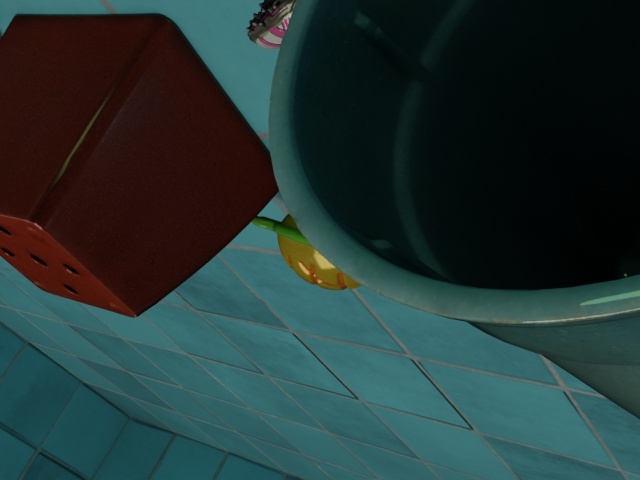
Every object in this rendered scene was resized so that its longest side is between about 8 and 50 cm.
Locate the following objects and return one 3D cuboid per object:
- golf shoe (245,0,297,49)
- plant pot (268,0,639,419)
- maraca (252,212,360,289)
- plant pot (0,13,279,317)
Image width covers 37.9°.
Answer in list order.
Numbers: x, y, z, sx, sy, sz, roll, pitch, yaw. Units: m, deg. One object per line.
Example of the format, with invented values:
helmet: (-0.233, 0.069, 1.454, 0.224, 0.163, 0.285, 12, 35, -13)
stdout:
golf shoe: (0.009, -0.178, 0.726, 0.086, 0.067, 0.186, 38, 155, -24)
plant pot: (0.211, -0.045, 0.481, 0.341, 0.341, 0.334, 4, 155, 45)
maraca: (0.000, 0.000, 1.066, 0.127, 0.099, 0.186, 19, -179, -42)
plant pot: (-0.247, -0.069, 1.033, 0.267, 0.235, 0.267, 11, 151, 38)
